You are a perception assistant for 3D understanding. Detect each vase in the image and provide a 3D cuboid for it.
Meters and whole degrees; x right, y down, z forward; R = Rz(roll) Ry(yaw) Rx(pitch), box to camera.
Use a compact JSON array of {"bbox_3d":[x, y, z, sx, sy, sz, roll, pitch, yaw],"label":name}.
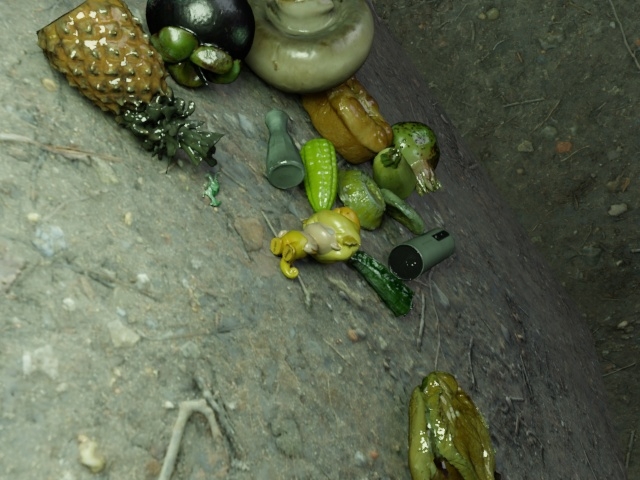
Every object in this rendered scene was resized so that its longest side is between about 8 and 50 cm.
[{"bbox_3d":[-0.093,-0.222,1.236,0.086,0.086,0.214,31,34,-40],"label":"vase"}]

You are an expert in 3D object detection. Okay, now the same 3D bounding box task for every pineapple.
[{"bbox_3d":[-0.293,-0.232,0.880,0.340,0.169,0.169,53,27,-31],"label":"pineapple"}]

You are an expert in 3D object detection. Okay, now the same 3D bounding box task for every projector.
[{"bbox_3d":[0.308,0.037,1.572,0.337,0.108,0.108,-18,78,-60],"label":"projector"}]

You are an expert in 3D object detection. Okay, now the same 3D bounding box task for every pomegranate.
[{"bbox_3d":[0.293,-0.256,1.753,0.222,0.204,0.276,16,67,-41],"label":"pomegranate"}]

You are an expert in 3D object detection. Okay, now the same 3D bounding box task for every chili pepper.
[{"bbox_3d":[0.141,0.097,1.313,0.227,0.059,0.088,41,46,-22],"label":"chili pepper"}]

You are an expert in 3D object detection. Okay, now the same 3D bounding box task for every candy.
[{"bbox_3d":[-0.001,-0.152,1.298,0.097,0.097,0.209,26,50,-44],"label":"candy"}]

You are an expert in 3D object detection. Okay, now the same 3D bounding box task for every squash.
[{"bbox_3d":[0.197,-0.218,1.542,0.137,0.137,0.287,69,11,20],"label":"squash"}]

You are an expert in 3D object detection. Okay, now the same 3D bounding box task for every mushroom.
[{"bbox_3d":[-0.040,-0.558,1.348,0.294,0.363,0.362,92,-12,-57],"label":"mushroom"}]

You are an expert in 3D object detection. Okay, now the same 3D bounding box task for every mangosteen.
[{"bbox_3d":[-0.246,-0.431,1.079,0.243,0.243,0.242,38,35,-32],"label":"mangosteen"}]

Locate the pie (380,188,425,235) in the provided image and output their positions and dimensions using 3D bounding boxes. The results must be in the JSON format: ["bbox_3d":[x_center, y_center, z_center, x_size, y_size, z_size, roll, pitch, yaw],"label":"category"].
[{"bbox_3d":[0.236,-0.085,1.562,0.187,0.041,0.187,42,-4,4],"label":"pie"}]

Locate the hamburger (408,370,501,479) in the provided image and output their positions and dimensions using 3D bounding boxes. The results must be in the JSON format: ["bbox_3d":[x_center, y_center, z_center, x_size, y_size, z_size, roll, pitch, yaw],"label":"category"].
[{"bbox_3d":[0.267,0.433,1.106,0.265,0.134,0.285,46,24,-15],"label":"hamburger"}]

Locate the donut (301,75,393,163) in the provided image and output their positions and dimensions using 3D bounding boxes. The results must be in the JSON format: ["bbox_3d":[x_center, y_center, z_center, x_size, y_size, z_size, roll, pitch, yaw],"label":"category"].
[{"bbox_3d":[0.085,-0.381,1.586,0.317,0.150,0.299,61,29,6],"label":"donut"}]

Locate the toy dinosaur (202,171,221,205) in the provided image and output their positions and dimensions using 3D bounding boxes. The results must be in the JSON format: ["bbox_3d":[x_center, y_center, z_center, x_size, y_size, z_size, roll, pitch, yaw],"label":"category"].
[{"bbox_3d":[-0.199,-0.099,1.007,0.062,0.021,0.083,63,32,-6],"label":"toy dinosaur"}]

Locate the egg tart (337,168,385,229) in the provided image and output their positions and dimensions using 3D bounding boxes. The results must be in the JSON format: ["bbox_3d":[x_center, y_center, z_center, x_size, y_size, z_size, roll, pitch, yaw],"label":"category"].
[{"bbox_3d":[0.121,-0.123,1.469,0.197,0.078,0.197,42,32,-34],"label":"egg tart"}]

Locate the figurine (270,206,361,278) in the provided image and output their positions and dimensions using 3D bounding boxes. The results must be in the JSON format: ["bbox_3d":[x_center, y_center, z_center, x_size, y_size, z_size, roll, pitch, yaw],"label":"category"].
[{"bbox_3d":[0.000,0.000,1.132,0.156,0.131,0.246,29,29,36],"label":"figurine"}]
